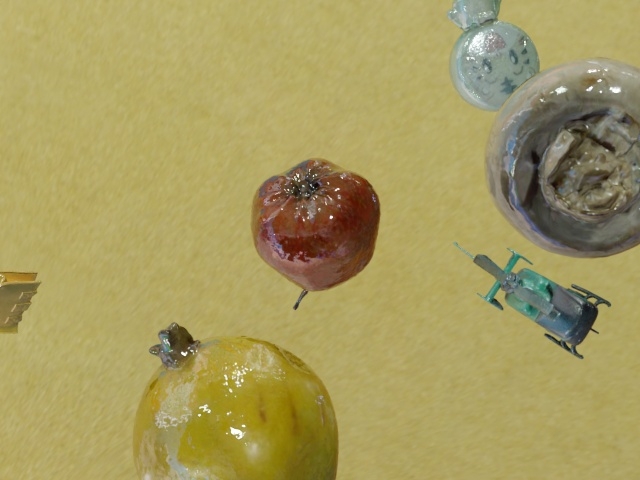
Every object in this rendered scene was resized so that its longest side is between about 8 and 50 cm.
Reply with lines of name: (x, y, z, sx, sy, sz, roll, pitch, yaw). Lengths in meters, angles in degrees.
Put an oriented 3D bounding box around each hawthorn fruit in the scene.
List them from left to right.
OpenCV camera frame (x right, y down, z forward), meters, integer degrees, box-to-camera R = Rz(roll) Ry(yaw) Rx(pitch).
hawthorn fruit: (0.000, 0.000, 1.744, 0.162, 0.203, 0.163, -7, 51, 9)

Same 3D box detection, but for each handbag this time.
handbag: (-0.349, 0.068, 1.566, 0.061, 0.083, 0.027, 2, 47, -42)

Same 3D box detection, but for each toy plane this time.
toy plane: (0.200, 0.053, 1.344, 0.096, 0.235, 0.060, 25, 95, -19)

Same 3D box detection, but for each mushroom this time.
mushroom: (0.290, -0.082, 1.513, 0.226, 0.178, 0.226, -3, 116, -6)

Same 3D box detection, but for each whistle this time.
whistle: (0.219, -0.283, 1.929, 0.126, 0.067, 0.258, -22, 97, -15)

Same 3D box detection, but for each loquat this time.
loquat: (-0.097, 0.187, 1.452, 0.213, 0.213, 0.246, -37, 105, -24)
